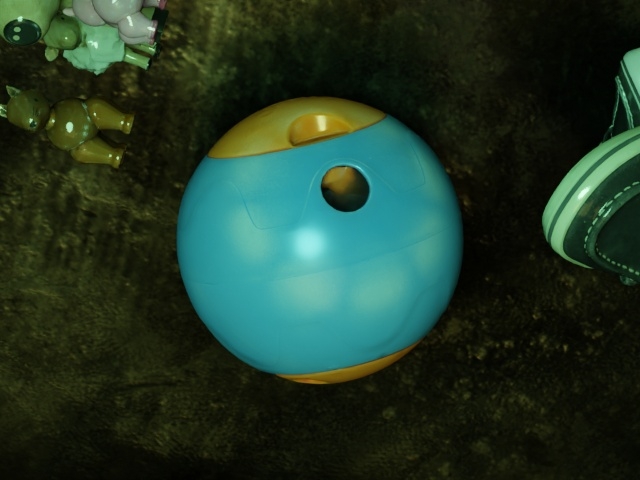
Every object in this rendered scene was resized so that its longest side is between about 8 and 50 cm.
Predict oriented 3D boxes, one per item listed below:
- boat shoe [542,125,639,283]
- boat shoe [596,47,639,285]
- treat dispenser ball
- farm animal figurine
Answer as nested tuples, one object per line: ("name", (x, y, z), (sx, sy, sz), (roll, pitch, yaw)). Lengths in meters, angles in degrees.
("boat shoe", (0.435, 0.000, 1.571), (0.500, 0.156, 0.187), (10, 123, -35))
("boat shoe", (0.330, -0.068, 1.655), (0.102, 0.108, 0.301), (-14, 134, 8))
("treat dispenser ball", (0.000, 0.000, 1.579), (0.288, 0.288, 0.288), (0, 128, -1))
("farm animal figurine", (-0.209, -0.248, 1.371), (0.172, 0.327, 0.330), (17, 123, -6))
